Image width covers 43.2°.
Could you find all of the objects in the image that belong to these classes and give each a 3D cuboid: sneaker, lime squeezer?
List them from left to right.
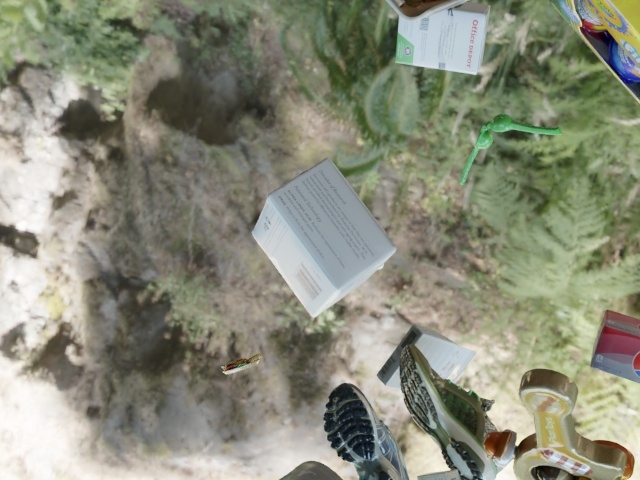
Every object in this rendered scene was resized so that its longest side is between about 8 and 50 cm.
[{"bbox_3d":[0.099,0.415,1.657,0.110,0.283,0.122,-21,-175,25],"label":"sneaker"},{"bbox_3d":[0.351,0.431,2.061,0.182,0.158,0.410,-22,-112,-27],"label":"sneaker"},{"bbox_3d":[0.425,-0.240,1.935,0.110,0.059,0.310,43,139,-17],"label":"lime squeezer"}]

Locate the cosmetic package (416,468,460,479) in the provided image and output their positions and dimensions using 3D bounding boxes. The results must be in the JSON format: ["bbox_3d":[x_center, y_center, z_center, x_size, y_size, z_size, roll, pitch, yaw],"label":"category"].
[{"bbox_3d":[0.282,0.577,1.907,0.041,0.060,0.115,-5,166,-31],"label":"cosmetic package"}]

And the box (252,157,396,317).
[{"bbox_3d":[0.000,0.000,1.262,0.182,0.119,0.181,54,159,7],"label":"box"}]

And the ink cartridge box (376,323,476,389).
[{"bbox_3d":[0.295,0.341,2.242,0.232,0.189,0.066,20,-159,-40],"label":"ink cartridge box"}]

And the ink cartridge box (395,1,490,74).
[{"bbox_3d":[0.311,-0.525,2.055,0.219,0.160,0.093,13,-146,15],"label":"ink cartridge box"}]

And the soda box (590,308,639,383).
[{"bbox_3d":[0.597,0.205,1.356,0.263,0.084,0.092,17,-161,16],"label":"soda box"}]

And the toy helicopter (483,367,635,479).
[{"bbox_3d":[0.354,0.312,1.265,0.234,0.140,0.355,6,139,30],"label":"toy helicopter"}]

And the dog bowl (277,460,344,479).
[{"bbox_3d":[-0.012,0.607,1.548,0.102,0.349,0.348,-13,-159,-33],"label":"dog bowl"}]

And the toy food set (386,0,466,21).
[{"bbox_3d":[0.176,-0.578,1.602,0.219,0.092,0.306,-32,-101,-40],"label":"toy food set"}]

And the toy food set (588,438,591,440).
[{"bbox_3d":[0.591,0.567,1.948,0.132,0.192,0.038,0,167,24],"label":"toy food set"}]

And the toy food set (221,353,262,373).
[{"bbox_3d":[-0.165,0.256,1.669,0.082,0.020,0.083,-17,177,-29],"label":"toy food set"}]

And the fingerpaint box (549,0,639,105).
[{"bbox_3d":[0.699,-0.410,1.665,0.445,0.163,0.371,48,-171,-3],"label":"fingerpaint box"}]
